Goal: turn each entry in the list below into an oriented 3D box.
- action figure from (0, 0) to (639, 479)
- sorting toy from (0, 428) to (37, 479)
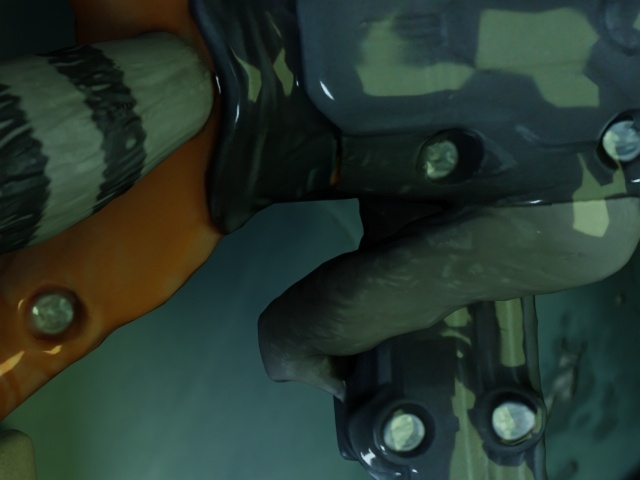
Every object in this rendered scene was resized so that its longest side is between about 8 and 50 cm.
[{"bbox_3d":[0.000,0.000,0.500,0.330,0.178,0.341,-15,98,-16],"label":"action figure"},{"bbox_3d":[-0.161,0.171,0.558,0.208,0.038,0.193,-24,122,-37],"label":"sorting toy"}]
